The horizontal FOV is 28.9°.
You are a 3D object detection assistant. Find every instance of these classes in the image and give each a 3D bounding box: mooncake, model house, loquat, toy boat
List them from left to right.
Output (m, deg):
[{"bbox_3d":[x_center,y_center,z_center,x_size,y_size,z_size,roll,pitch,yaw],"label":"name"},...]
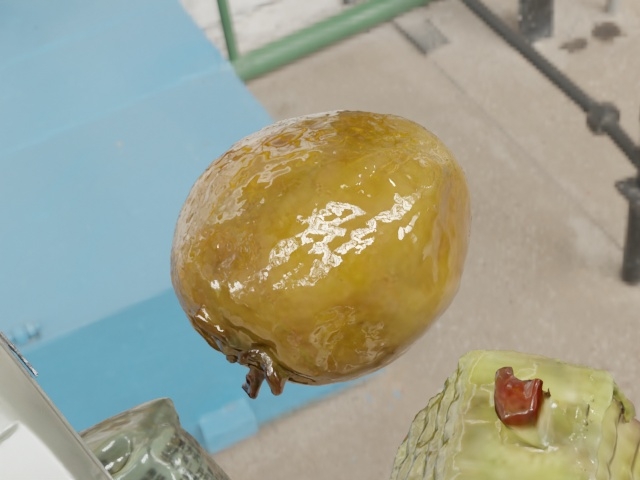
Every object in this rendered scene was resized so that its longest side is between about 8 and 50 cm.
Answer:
[{"bbox_3d":[-0.231,0.156,0.851,0.141,0.141,0.269,-35,73,-24],"label":"toy boat"},{"bbox_3d":[-0.187,0.290,1.193,0.250,0.254,0.136,-29,15,6],"label":"mooncake"},{"bbox_3d":[0.000,0.000,0.928,0.238,0.193,0.238,-20,36,15],"label":"loquat"},{"bbox_3d":[0.089,0.189,0.604,0.160,0.254,0.196,6,47,19],"label":"model house"}]
